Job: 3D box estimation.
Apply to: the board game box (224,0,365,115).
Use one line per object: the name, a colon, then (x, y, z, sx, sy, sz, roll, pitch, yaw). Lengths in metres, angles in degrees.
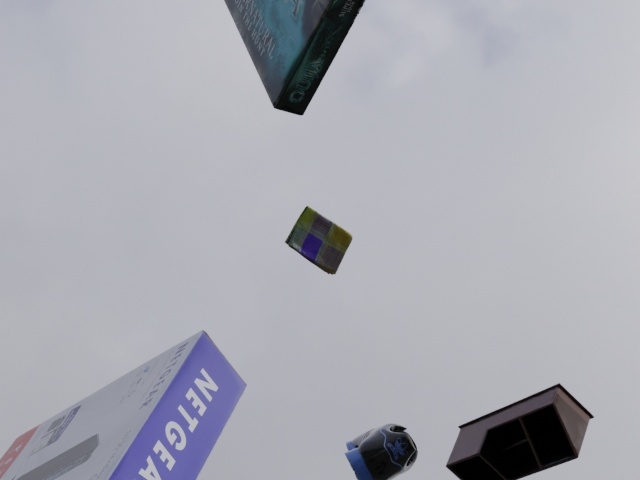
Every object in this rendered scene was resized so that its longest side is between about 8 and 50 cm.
board game box: (-0.021, -0.193, 0.883, 0.026, 0.186, 0.126, 11, -56, -30)

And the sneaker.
sneaker: (0.089, 0.297, 1.704, 0.090, 0.232, 0.081, -26, -95, 0)

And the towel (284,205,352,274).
towel: (0.000, 0.000, 1.553, 0.083, 0.060, 0.009, 35, -11, -28)

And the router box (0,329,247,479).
router box: (-0.253, 0.262, 1.237, 0.301, 0.335, 0.082, -31, -76, 25)

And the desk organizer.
desk organizer: (0.175, 0.179, 1.097, 0.047, 0.050, 0.130, 43, -44, -13)
